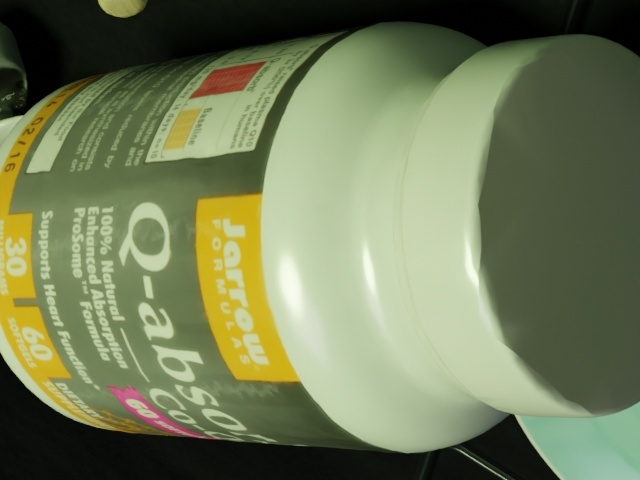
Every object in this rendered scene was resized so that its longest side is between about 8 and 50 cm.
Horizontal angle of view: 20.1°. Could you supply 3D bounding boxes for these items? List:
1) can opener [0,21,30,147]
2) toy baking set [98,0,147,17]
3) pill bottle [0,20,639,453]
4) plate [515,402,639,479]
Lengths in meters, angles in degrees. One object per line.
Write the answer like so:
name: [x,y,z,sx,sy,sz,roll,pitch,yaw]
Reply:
can opener: [-0.176,-0.017,0.967,0.280,0.074,0.093,-54,51,55]
toy baking set: [-0.100,-0.199,0.579,0.030,0.256,0.197,-14,143,19]
pill bottle: [0.000,0.000,0.710,0.278,0.162,0.162,-3,126,47]
plate: [0.161,0.076,0.758,0.188,0.024,0.188,27,144,22]
